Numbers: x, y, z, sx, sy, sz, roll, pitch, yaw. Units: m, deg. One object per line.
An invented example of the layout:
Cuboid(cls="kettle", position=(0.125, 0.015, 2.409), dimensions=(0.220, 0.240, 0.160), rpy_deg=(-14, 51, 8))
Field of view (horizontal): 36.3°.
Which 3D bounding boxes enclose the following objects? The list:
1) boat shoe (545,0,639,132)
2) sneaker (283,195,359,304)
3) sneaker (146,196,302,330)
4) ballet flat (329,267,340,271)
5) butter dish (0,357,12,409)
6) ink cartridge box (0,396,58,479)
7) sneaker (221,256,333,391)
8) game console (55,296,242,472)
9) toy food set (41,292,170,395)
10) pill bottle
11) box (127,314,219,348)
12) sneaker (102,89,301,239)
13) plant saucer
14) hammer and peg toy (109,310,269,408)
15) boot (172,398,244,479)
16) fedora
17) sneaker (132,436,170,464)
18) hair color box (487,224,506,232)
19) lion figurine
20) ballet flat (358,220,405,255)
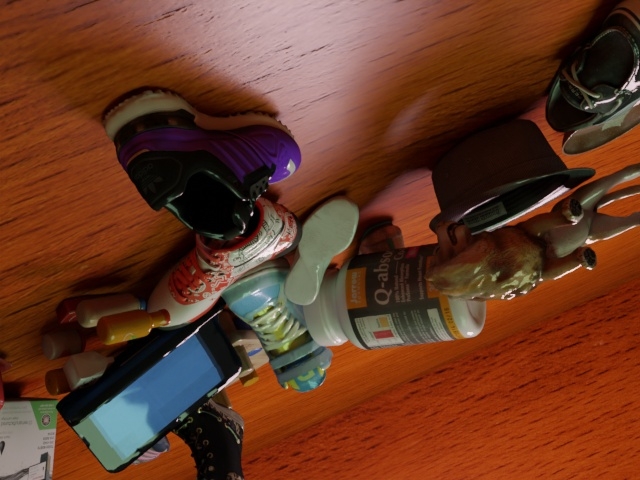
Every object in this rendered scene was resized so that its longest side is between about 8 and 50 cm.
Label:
Cuboid(cls="boat shoe", position=(0.399, -0.224, 1.376), dimensions=(0.119, 0.121, 0.335), rpy_deg=(-29, 165, -6))
Cuboid(cls="sneaker", position=(0.000, 0.000, 1.562), dimensions=(0.212, 0.080, 0.094), rpy_deg=(-60, -175, 33))
Cuboid(cls="sneaker", position=(-0.162, 0.027, 1.370), dimensions=(0.270, 0.090, 0.145), rpy_deg=(-33, 161, 10))
Cuboid(cls="ballet flat", position=(0.025, 0.121, 1.794), dimensions=(0.052, 0.168, 0.057), rpy_deg=(-15, 131, 9))
Cuboid(cls="butter dish", position=(-0.527, 0.239, 1.410), dimensions=(0.160, 0.118, 0.160), rpy_deg=(-25, 163, -4))
Cuboid(cls="ink cartridge box", position=(-0.523, 0.371, 1.610), dimensions=(0.093, 0.219, 0.160), rpy_deg=(0, 173, 23))
Cuboid(cls="sneaker", position=(-0.064, 0.151, 1.657), dimensions=(0.127, 0.208, 0.319), rpy_deg=(-26, 163, 9))
Cuboid(cls="game console", position=(-0.248, 0.237, 1.546), dimensions=(0.293, 0.173, 0.250), rpy_deg=(-39, -171, -17))
Cuboid(cls="toy food set", position=(-0.321, 0.141, 1.427), dimensions=(0.105, 0.111, 0.232), rpy_deg=(-9, 154, -42))
Cuboid(cls="pill bottle", position=(0.122, 0.096, 1.621), dimensions=(0.278, 0.162, 0.162), rpy_deg=(-10, 170, 23))
Cuboid(cls="box", position=(-0.245, 0.171, 1.644), dimensions=(0.162, 0.029, 0.116), rpy_deg=(-14, 114, -29))
Cuboid(cls="sneaker", position=(-0.109, -0.065, 1.080), dimensions=(0.102, 0.146, 0.293), rpy_deg=(-35, 160, 27))
Cuboid(cls="plant saucer", position=(0.499, -0.216, 1.684), dimensions=(0.199, 0.036, 0.198), rpy_deg=(-24, 163, -8))
Cuboid(cls="hammer and peg toy", position=(-0.207, 0.235, 1.828), dimensions=(0.266, 0.127, 0.361), rpy_deg=(-33, 161, 20))
Cuboid(cls="boot", position=(-0.215, 0.361, 1.716), dimensions=(0.085, 0.178, 0.236), rpy_deg=(-36, 133, 23))
Cuboid(cls="fedora", position=(0.281, -0.106, 1.544), dimensions=(0.244, 0.124, 0.275), rpy_deg=(-9, 162, -40))
Cuboid(cls="sneaker", position=(-0.414, 0.450, 2.184), dimensions=(0.131, 0.112, 0.319), rpy_deg=(-24, 162, -16))
Cuboid(cls="hair color box", position=(0.333, -0.022, 1.993), dimensions=(0.072, 0.043, 0.141), rpy_deg=(-24, 163, -10))
Cuboid(cls="lion figurine", position=(0.357, -0.009, 1.480), dimensions=(0.392, 0.142, 0.240), rpy_deg=(-15, 173, -36))
Cuboid(cls="ballet flat", position=(0.112, 0.067, 1.834), dimensions=(0.108, 0.106, 0.316), rpy_deg=(-25, 163, -7))
